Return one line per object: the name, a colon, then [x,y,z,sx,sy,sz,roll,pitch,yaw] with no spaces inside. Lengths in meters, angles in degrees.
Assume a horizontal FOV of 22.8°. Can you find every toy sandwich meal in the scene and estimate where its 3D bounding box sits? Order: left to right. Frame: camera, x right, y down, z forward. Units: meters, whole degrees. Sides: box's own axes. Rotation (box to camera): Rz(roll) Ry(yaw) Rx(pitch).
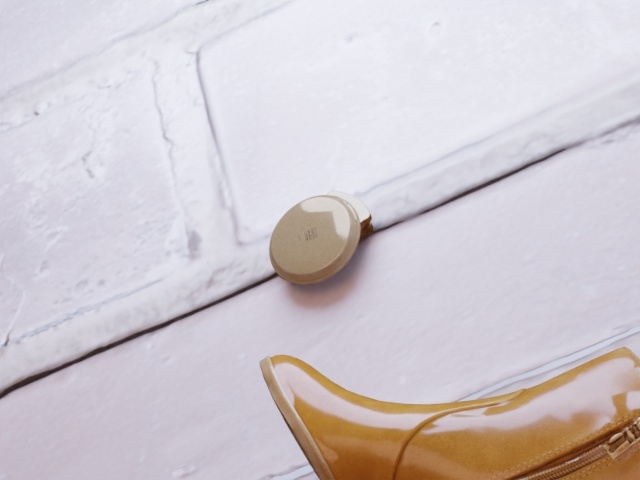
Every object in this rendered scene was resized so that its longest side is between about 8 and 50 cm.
toy sandwich meal: [0.000,0.000,1.215,0.086,0.029,0.085,-13,57,22]

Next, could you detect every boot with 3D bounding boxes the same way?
boot: [0.111,0.129,1.027,0.211,0.104,0.295,-36,53,-7]
